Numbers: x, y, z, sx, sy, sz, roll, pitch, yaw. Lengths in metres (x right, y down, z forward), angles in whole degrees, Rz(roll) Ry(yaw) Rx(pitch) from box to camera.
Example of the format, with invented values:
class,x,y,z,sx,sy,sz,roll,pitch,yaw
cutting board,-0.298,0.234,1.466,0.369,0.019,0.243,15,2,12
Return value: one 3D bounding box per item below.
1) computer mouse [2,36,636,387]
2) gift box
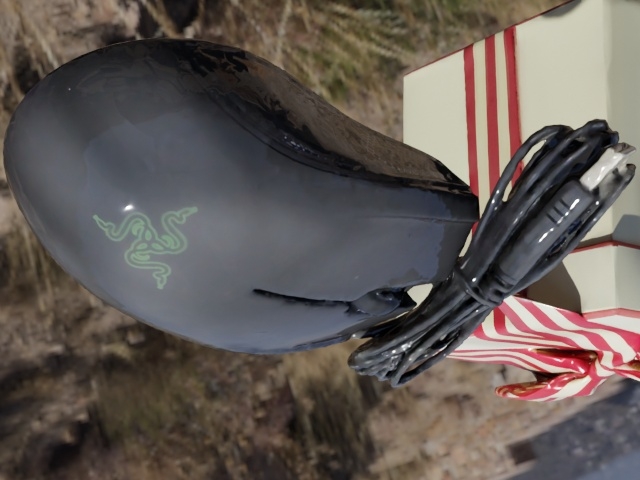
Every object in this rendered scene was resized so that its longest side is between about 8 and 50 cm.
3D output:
class,x,y,z,sx,sy,sz,roll,pitch,yaw
computer mouse,0.000,0.000,0.511,0.272,0.072,0.188,17,129,-35
gift box,0.189,-0.013,0.908,0.276,0.258,0.255,7,166,-29
